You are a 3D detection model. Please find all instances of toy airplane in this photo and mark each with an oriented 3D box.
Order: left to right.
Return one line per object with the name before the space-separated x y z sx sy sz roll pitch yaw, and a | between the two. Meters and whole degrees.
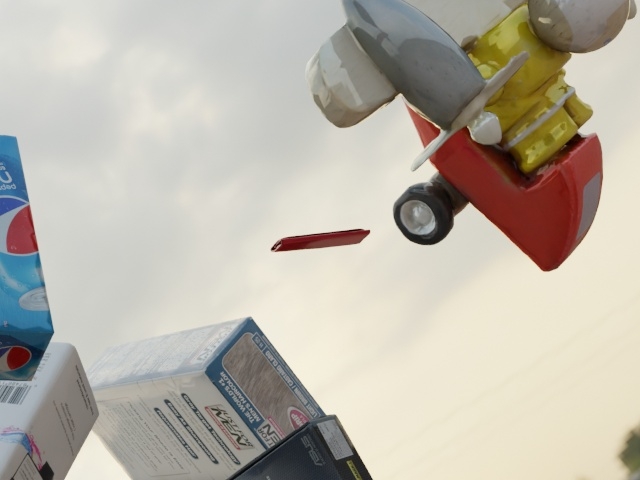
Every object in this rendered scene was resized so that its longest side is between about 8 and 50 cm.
toy airplane | 0.141 -0.205 1.435 0.272 0.386 0.384 -16 -32 38

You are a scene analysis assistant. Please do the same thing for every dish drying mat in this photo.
dish drying mat | 0.000 0.000 1.406 0.083 0.008 0.032 -7 -18 -22

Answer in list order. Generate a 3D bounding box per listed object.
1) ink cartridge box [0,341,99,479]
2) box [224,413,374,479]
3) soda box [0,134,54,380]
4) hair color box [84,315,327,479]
ink cartridge box | -0.383 0.233 1.697 0.278 0.201 0.117 -66 -29 -47
box | -0.004 0.336 1.793 0.183 0.232 0.059 -38 -18 31
soda box | -0.274 0.011 1.333 0.067 0.210 0.071 3 -40 -28
hair color box | -0.162 0.210 2.047 0.347 0.174 0.105 -14 28 52
